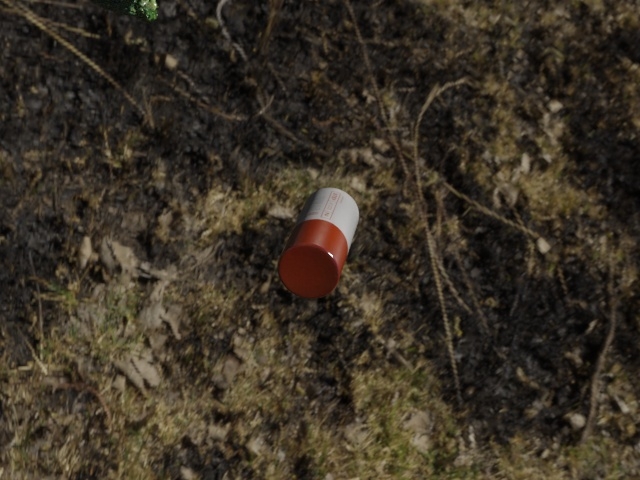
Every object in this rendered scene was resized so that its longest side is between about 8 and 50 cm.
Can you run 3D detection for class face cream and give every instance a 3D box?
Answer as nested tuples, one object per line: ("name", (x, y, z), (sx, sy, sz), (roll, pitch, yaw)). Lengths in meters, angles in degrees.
("face cream", (0.000, 0.000, 1.180), (0.096, 0.096, 0.214), (29, 27, -4))

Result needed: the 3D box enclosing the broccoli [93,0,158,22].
("broccoli", (-0.485, -0.702, 1.857), (0.308, 0.275, 0.308), (54, 18, -27))
